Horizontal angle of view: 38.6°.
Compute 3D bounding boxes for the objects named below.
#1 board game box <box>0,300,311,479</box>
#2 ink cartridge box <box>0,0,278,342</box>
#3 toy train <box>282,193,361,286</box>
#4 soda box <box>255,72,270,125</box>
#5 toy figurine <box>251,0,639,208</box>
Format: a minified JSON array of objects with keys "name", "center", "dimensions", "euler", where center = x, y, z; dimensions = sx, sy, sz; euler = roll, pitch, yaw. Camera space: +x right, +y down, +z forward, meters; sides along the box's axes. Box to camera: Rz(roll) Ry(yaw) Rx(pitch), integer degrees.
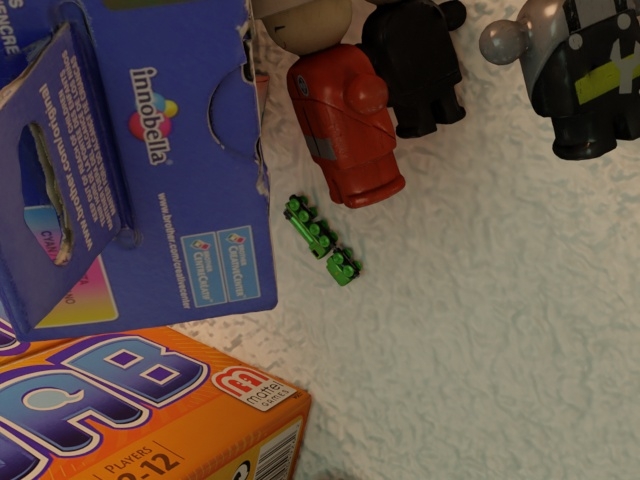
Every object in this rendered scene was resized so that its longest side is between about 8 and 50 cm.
[{"name":"board game box","center":[-0.276,0.257,0.703],"dimensions":[0.356,0.356,0.356],"euler":[21,108,23]},{"name":"ink cartridge box","center":[-0.113,-0.136,0.485],"dimensions":[0.151,0.395,0.270],"euler":[-9,133,-6]},{"name":"toy train","center":[0.000,0.000,0.708],"dimensions":[0.083,0.017,0.024],"euler":[51,128,11]},{"name":"soda box","center":[-0.133,-0.121,0.731],"dimensions":[0.183,0.058,0.063],"euler":[19,107,24]},{"name":"toy figurine","center":[0.086,-0.129,0.527],"dimensions":[0.209,0.213,0.148],"euler":[-10,108,29]}]
